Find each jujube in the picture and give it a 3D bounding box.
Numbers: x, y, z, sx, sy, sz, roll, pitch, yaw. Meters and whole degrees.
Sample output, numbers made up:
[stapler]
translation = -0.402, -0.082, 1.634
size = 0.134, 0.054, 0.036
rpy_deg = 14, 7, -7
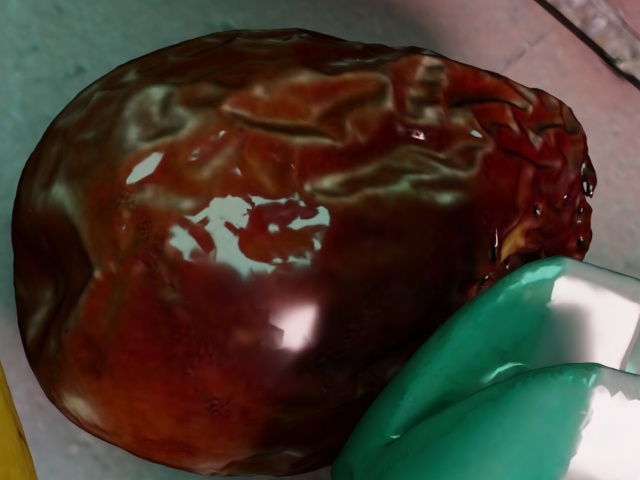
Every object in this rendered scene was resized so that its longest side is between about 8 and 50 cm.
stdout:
[jujube]
translation = 0.000, 0.000, 0.675
size = 0.236, 0.168, 0.168
rpy_deg = -12, 82, -31

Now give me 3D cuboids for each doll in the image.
[doll]
translation = 0.063, 0.116, 0.626
size = 0.153, 0.258, 0.195
rpy_deg = 15, 61, -21

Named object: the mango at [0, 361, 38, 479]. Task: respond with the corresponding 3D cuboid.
[mango]
translation = -0.196, 0.100, 0.606
size = 0.195, 0.142, 0.331
rpy_deg = -18, 85, -10
